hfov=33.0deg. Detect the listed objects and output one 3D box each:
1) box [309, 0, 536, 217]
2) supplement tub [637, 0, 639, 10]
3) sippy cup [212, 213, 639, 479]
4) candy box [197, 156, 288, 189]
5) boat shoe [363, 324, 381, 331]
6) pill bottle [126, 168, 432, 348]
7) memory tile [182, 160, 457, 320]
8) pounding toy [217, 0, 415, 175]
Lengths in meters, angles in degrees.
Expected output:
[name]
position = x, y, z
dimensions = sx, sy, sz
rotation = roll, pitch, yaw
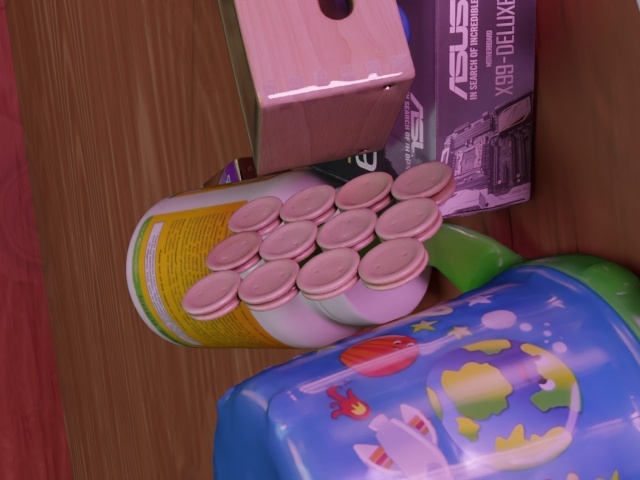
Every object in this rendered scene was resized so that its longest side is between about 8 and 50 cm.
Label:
[box]
position = 0.042, -0.190, 0.711
dimensions = 0.242, 0.076, 0.307
rotation = 30, 125, 59
[supplement tub]
position = 0.201, -0.105, 0.307
dimensions = 0.200, 0.144, 0.144
rotation = -179, 80, -65
[sippy cup]
position = 0.068, 0.137, 0.594
dimensions = 0.305, 0.224, 0.240
rotation = 37, 132, 56
[candy box]
position = -0.079, -0.012, 1.074
dimensions = 0.187, 0.053, 0.109
rotation = 157, 103, -66
[boat shoe]
position = 0.044, 0.116, 0.861
dimensions = 0.038, 0.046, 0.125
rotation = 63, 143, 44
[pill bottle]
position = -0.034, 0.017, 0.847
dimensions = 0.246, 0.136, 0.136
rotation = -6, 93, 49
[memory tile]
position = 0.000, 0.000, 0.610
dimensions = 0.012, 0.148, 0.113
rotation = 63, -150, -29
[pounding toy]
position = -0.007, -0.156, 0.579
dimensions = 0.206, 0.094, 0.181
rotation = 109, 149, -77
